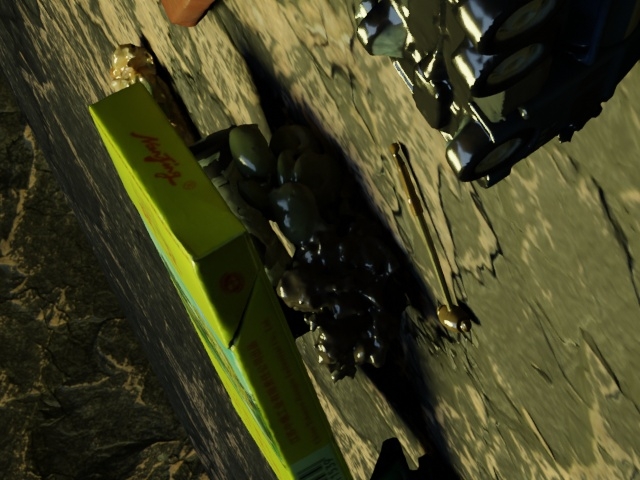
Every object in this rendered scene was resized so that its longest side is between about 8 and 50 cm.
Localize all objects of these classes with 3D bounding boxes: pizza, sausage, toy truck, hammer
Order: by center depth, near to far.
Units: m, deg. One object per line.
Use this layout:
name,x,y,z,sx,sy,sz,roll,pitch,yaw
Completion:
toy truck,0.060,-0.089,0.500,0.074,0.088,0.202,54,172,17
hammer,0.059,-0.001,0.934,0.029,0.014,0.123,28,145,54
sausage,-0.082,-0.162,1.100,0.035,0.030,0.147,61,169,-2
pizza,-0.132,-0.074,1.508,0.195,0.052,0.185,56,171,22

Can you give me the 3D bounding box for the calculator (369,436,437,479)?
calculator,0.099,0.318,1.262,0.248,0.058,0.274,-100,-9,-47

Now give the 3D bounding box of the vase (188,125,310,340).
vase,-0.053,-0.002,1.312,0.167,0.059,0.059,63,169,-14

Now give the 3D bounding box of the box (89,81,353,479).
box,-0.057,0.063,1.188,0.187,0.047,0.335,54,169,45

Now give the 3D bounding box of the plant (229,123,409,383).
plant,0.000,0.000,1.052,0.087,0.085,0.174,-37,77,55
